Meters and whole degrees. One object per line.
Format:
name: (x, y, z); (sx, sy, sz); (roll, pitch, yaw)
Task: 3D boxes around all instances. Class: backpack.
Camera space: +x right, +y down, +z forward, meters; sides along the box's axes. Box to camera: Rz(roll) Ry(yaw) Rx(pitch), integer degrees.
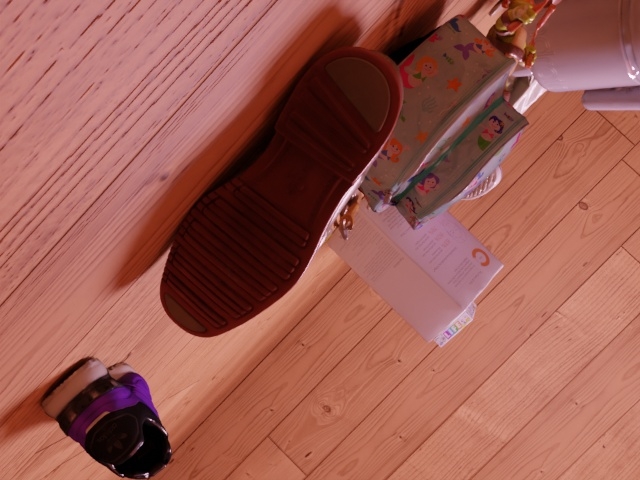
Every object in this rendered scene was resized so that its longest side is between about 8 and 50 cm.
backpack: (0.136, -0.143, 0.997); (0.225, 0.191, 0.253); (-43, 169, -14)

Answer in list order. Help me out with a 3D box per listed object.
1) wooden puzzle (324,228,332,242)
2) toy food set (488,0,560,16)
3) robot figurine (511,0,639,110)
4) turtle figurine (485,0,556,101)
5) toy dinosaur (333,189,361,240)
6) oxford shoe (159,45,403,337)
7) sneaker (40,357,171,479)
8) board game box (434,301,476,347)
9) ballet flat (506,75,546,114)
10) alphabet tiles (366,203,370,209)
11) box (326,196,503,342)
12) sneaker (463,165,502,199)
wooden puzzle: (0.000, 0.000, 1.785); (0.078, 0.014, 0.116); (-49, 175, -6)
toy food set: (0.364, -0.414, 1.224); (0.128, 0.071, 0.218); (-41, 172, -40)
robot figurine: (0.485, -0.357, 1.366); (0.353, 0.300, 0.200); (2, -145, 41)
turtle figurine: (0.261, -0.266, 1.162); (0.269, 0.087, 0.217); (4, 106, -75)
toy dinosaur: (0.057, -0.087, 1.473); (0.211, 0.064, 0.112); (-65, 175, 34)
oxford shoe: (-0.030, -0.040, 0.811); (0.348, 0.123, 0.130); (-47, 179, 21)
sneaker: (-0.248, 0.236, 1.018); (0.102, 0.146, 0.293); (-45, 174, -8)
board game box: (0.328, 0.197, 1.963); (0.103, 0.026, 0.154); (-44, 176, 16)
ballet flat: (0.400, -0.341, 1.698); (0.400, 0.139, 0.139); (-55, 171, 26)
alphabet tiles: (0.196, -0.209, 1.527); (0.342, 0.011, 0.285); (-52, 175, -9)
box: (0.225, 0.031, 1.936); (0.215, 0.345, 0.168); (-39, 171, -43)
sneaker: (0.313, -0.155, 1.783); (0.161, 0.102, 0.282); (-24, -168, -35)
